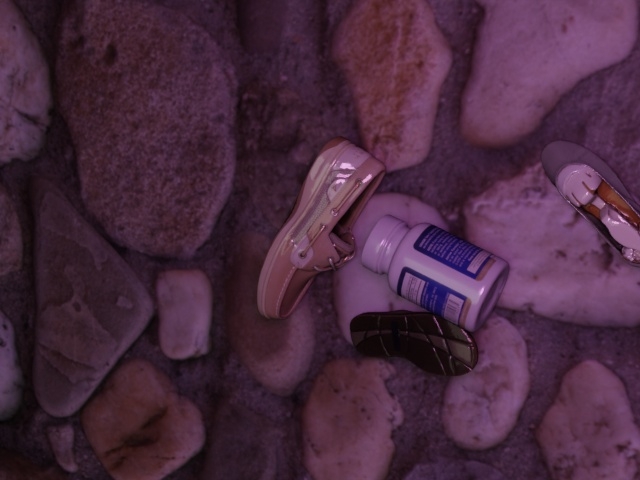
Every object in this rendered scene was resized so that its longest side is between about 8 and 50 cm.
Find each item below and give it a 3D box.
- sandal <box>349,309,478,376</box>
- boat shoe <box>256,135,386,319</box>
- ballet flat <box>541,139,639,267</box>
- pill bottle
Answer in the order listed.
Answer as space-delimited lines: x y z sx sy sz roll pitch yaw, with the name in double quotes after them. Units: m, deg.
0.140 0.143 1.695 0.219 0.060 0.089 1 99 42 "sandal"
0.000 0.000 1.700 0.098 0.109 0.302 32 110 18 "boat shoe"
0.368 -0.050 1.517 0.213 0.068 0.072 46 118 10 "ballet flat"
0.157 0.039 1.623 0.187 0.112 0.112 28 114 19 "pill bottle"
